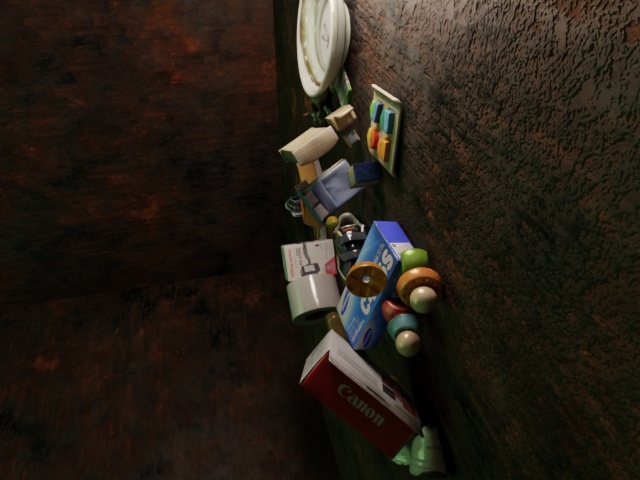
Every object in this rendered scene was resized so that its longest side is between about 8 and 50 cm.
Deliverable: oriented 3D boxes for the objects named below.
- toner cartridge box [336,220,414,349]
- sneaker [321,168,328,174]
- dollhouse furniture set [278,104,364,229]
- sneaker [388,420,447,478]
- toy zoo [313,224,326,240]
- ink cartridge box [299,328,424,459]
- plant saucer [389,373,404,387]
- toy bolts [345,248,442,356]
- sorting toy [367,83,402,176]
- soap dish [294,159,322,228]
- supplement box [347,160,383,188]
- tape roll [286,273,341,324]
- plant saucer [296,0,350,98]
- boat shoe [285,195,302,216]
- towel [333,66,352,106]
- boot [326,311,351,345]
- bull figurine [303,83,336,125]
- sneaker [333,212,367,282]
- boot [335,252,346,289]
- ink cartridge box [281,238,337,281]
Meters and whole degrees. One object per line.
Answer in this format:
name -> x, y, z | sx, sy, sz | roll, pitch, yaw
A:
toner cartridge box -> 0.150, 0.131, 1.272 | 0.165, 0.075, 0.347 | -113, 34, -47
sneaker -> 0.028, -0.238, 1.983 | 0.059, 0.053, 0.144 | -129, 33, -74
dollhouse furniture set -> 0.065, -0.217, 1.430 | 0.303, 0.286, 0.198 | 56, 174, -21
sneaker -> 0.265, 0.556, 1.245 | 0.297, 0.111, 0.129 | 126, 151, -70
toy zoo -> 0.000, 0.000, 2.376 | 0.192, 0.030, 0.293 | -130, 33, -71
ink cartridge box -> 0.105, 0.411, 1.222 | 0.309, 0.130, 0.272 | 39, -175, 1
plant saucer -> 0.241, 0.532, 1.464 | 0.200, 0.037, 0.199 | 172, 90, -79
toy bolts -> 0.176, 0.162, 1.082 | 0.158, 0.219, 0.228 | -89, -9, -56
sorting toy -> 0.165, -0.297, 1.231 | 0.193, 0.038, 0.208 | -115, 19, -57
soap dish -> -0.046, -0.234, 2.200 | 0.228, 0.118, 0.290 | 97, 162, -56
supplement box -> 0.131, -0.195, 1.364 | 0.083, 0.083, 0.056 | 144, 118, -78
tape roll -> -0.026, 0.278, 2.146 | 0.246, 0.246, 0.169 | 102, 158, -63
plant saucer -> 0.016, -0.676, 1.507 | 0.400, 0.101, 0.400 | 174, 90, -73
boat shoe -> -0.126, -0.183, 2.186 | 0.183, 0.065, 0.083 | -129, 35, -60
towel -> 0.074, -0.534, 1.585 | 0.113, 0.023, 0.151 | 99, 160, -60
boot -> 0.116, 0.443, 1.924 | 0.269, 0.089, 0.236 | -137, 22, -75
bull figurine -> -0.009, -0.572, 1.800 | 0.310, 0.101, 0.188 | 89, 163, -46
sneaker -> 0.108, 0.030, 1.549 | 0.321, 0.126, 0.127 | -109, 9, -51
boot -> 0.113, 0.135, 1.751 | 0.213, 0.077, 0.164 | -126, 27, -68
ink cartridge box -> -0.056, 0.092, 2.173 | 0.100, 0.238, 0.171 | -169, 71, -79
